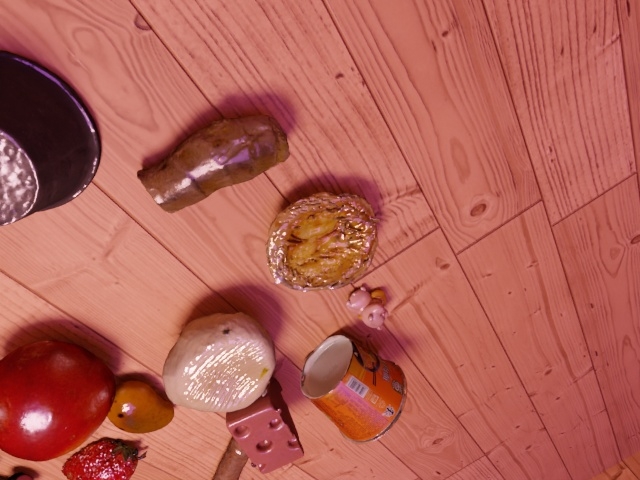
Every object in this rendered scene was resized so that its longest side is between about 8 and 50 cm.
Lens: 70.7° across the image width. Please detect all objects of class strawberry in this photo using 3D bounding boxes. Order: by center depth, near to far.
[{"bbox_3d":[-0.546,0.574,1.137,0.192,0.085,0.140,13,119,-23],"label":"strawberry"}]

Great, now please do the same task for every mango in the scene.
[{"bbox_3d":[-0.427,0.397,1.060,0.115,0.090,0.178,-30,134,-7],"label":"mango"}]

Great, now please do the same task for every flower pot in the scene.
[{"bbox_3d":[-0.475,-0.123,0.655,0.269,0.166,0.268,-9,126,-13],"label":"flower pot"}]

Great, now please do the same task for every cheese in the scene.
[{"bbox_3d":[-0.138,0.427,1.115,0.128,0.177,0.202,-25,120,-1],"label":"cheese"}]

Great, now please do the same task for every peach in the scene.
[{"bbox_3d":[-0.535,0.312,0.898,0.244,0.199,0.243,-13,121,-22],"label":"peach"}]

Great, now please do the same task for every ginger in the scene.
[{"bbox_3d":[-0.184,-0.139,0.779,0.263,0.116,0.109,-24,86,4],"label":"ginger"}]

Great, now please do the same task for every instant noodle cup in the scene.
[{"bbox_3d":[0.071,0.358,1.126,0.230,0.230,0.182,-43,115,11],"label":"instant noodle cup"}]

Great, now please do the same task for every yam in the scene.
[{"bbox_3d":[-0.251,0.642,1.278,0.081,0.081,0.356,11,120,-24],"label":"yam"}]

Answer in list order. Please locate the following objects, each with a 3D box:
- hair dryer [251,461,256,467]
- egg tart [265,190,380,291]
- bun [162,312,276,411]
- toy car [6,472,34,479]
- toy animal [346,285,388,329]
[{"bbox_3d":[-0.169,0.617,1.319,0.106,0.054,0.154,13,127,-30],"label":"hair dryer"},{"bbox_3d":[0.000,0.000,0.938,0.252,0.098,0.231,-29,120,-3],"label":"egg tart"},{"bbox_3d":[-0.224,0.262,0.993,0.259,0.160,0.259,-14,123,-22],"label":"bun"},{"bbox_3d":[-0.830,0.658,1.000,0.271,0.240,0.340,-34,123,8],"label":"toy car"},{"bbox_3d":[0.124,0.164,1.090,0.091,0.082,0.114,-39,124,8],"label":"toy animal"}]
